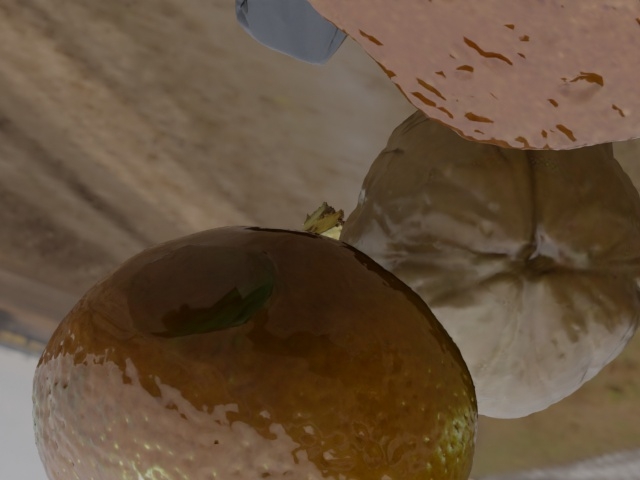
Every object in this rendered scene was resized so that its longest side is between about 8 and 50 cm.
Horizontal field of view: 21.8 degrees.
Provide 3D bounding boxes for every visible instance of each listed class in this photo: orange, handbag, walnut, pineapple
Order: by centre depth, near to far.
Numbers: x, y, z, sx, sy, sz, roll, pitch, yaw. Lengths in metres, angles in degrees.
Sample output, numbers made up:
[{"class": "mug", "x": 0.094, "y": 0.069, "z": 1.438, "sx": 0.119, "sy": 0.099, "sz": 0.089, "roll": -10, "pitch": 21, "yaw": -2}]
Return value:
[{"class": "orange", "x": -0.053, "y": 0.096, "z": 1.194, "sx": 0.263, "sy": 0.196, "sz": 0.335, "roll": -27, "pitch": -150, "yaw": -37}, {"class": "walnut", "x": 0.152, "y": 0.008, "z": 1.431, "sx": 0.277, "sy": 0.252, "sz": 0.313, "roll": 62, "pitch": 177, "yaw": -1}, {"class": "pineapple", "x": 0.000, "y": 0.000, "z": 1.800, "sx": 0.077, "sy": 0.114, "sz": 0.114, "roll": -5, "pitch": -143, "yaw": -3}, {"class": "handbag", "x": 0.038, "y": -0.402, "z": 2.058, "sx": 0.178, "sy": 0.301, "sz": 0.275, "roll": 27, "pitch": 145, "yaw": -1}]

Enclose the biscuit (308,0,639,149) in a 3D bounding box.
[{"class": "biscuit", "x": 0.095, "y": -0.218, "z": 0.890, "sx": 0.455, "sy": 0.078, "sz": 0.350, "roll": 42, "pitch": 145, "yaw": -9}]
